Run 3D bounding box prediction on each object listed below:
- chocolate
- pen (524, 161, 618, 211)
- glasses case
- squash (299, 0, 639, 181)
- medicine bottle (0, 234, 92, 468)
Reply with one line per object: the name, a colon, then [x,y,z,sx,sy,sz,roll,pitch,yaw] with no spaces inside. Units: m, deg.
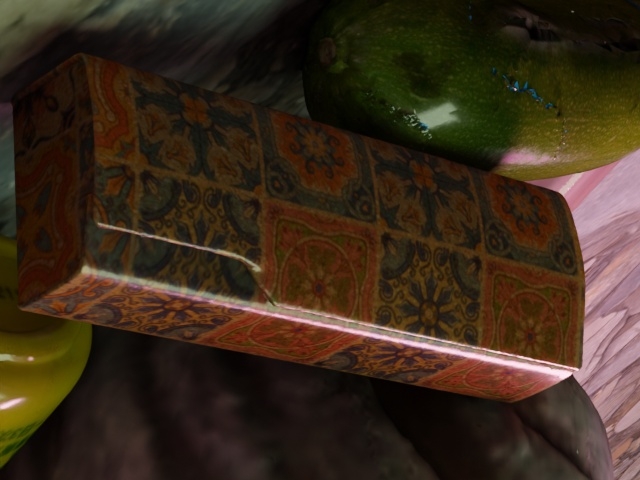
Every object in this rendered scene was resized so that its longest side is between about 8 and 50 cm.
chocolate: [0.007,0.101,0.815,0.303,0.303,0.213,-5,112,-61]
pen: [0.154,-0.060,1.058,0.197,0.032,0.053,-46,162,15]
glasses case: [0.000,0.000,0.666,0.218,0.075,0.049,14,150,-38]
squash: [0.094,-0.068,0.827,0.087,0.087,0.331,-47,163,25]
medicine bottle: [-0.199,0.116,0.705,0.309,0.076,0.111,-47,155,24]
